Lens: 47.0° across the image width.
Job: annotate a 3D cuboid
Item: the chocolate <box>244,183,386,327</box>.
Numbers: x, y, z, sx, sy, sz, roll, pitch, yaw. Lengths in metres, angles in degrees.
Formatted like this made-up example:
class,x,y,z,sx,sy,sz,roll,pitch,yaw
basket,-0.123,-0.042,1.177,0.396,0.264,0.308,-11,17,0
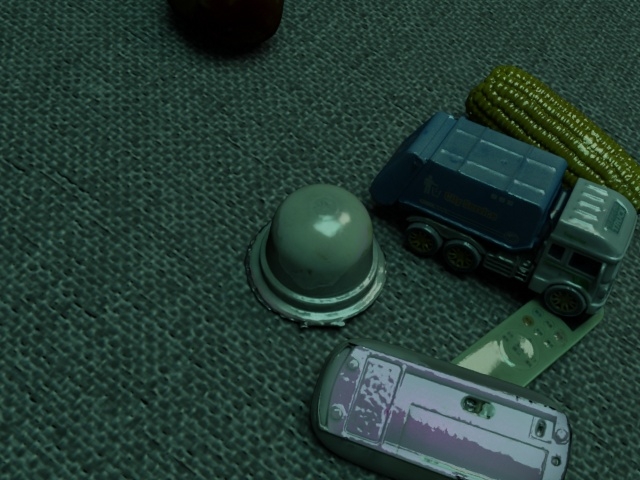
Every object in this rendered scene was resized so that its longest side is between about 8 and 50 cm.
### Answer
class,x,y,z,sx,sy,sz,roll,pitch,yaw
chocolate,0.007,-0.005,0.999,0.221,0.147,0.221,7,50,-9

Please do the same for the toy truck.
class,x,y,z,sx,sy,sz,roll,pitch,yaw
toy truck,0.257,-0.042,1.054,0.367,0.175,0.146,25,51,14

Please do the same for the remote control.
class,x,y,z,sx,sy,sz,roll,pitch,yaw
remote control,0.281,0.148,1.023,0.310,0.038,0.090,-29,66,-29

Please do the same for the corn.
class,x,y,z,sx,sy,sz,roll,pitch,yaw
corn,0.394,-0.151,1.208,0.131,0.131,0.344,-35,71,-31

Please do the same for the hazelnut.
class,x,y,z,sx,sy,sz,roll,pitch,yaw
hazelnut,-0.160,-0.440,1.249,0.218,0.218,0.233,-1,75,-14

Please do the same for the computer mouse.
class,x,y,z,sx,sy,sz,roll,pitch,yaw
computer mouse,0.143,0.223,0.895,0.311,0.072,0.158,17,73,8
